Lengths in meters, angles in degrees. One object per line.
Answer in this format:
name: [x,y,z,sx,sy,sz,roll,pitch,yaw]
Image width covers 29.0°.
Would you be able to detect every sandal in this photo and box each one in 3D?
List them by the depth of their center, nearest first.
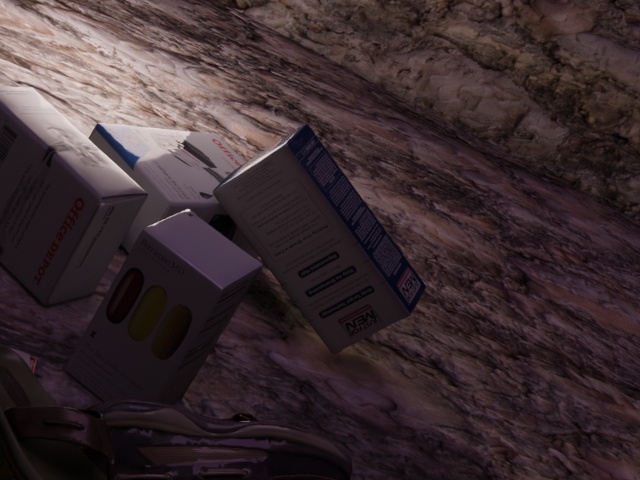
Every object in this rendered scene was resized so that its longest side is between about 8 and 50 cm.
sandal: [-0.286,0.204,1.337,0.303,0.086,0.120,45,14,26]

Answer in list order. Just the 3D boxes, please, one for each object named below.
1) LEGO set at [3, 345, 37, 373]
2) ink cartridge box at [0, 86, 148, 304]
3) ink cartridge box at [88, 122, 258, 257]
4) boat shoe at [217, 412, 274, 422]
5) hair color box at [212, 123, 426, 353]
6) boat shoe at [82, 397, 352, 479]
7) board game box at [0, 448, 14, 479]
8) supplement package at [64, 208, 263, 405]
LEGO set: [-0.471,0.150,1.420,0.132,0.107,0.287,51,23,20]
ink cartridge box: [-0.411,-0.068,1.797,0.273,0.197,0.114,41,24,20]
ink cartridge box: [-0.242,-0.082,2.131,0.223,0.129,0.307,45,25,27]
boat shoe: [-0.102,0.269,1.686,0.178,0.060,0.064,4,36,-49]
hair color box: [0.000,0.000,2.048,0.347,0.174,0.105,54,32,-10]
boat shoe: [-0.132,0.289,1.538,0.355,0.132,0.130,13,70,-19]
board game box: [-0.408,0.235,1.385,0.092,0.043,0.181,43,25,22]
supplement package: [-0.210,0.102,1.651,0.139,0.244,0.134,36,23,10]
